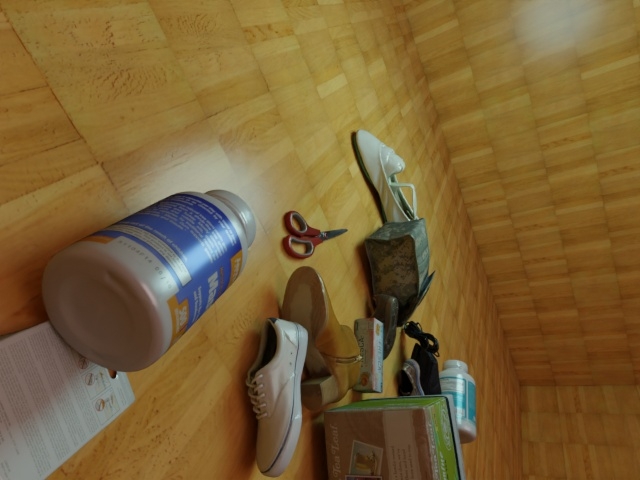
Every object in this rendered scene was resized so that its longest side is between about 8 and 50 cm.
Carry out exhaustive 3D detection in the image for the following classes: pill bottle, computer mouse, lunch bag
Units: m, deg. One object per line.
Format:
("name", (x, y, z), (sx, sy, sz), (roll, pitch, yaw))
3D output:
("pill bottle", (-0.188, 0.025, 0.534), (0.152, 0.152, 0.272), (68, 24, -16))
("computer mouse", (0.318, 0.407, 1.306), (0.188, 0.072, 0.272), (-150, -132, -73))
("lunch bag", (0.256, 0.098, 1.262), (0.235, 0.168, 0.287), (-31, 114, -62))
("pill bottle", (0.482, 0.571, 1.478), (0.146, 0.146, 0.264), (55, 38, -34))

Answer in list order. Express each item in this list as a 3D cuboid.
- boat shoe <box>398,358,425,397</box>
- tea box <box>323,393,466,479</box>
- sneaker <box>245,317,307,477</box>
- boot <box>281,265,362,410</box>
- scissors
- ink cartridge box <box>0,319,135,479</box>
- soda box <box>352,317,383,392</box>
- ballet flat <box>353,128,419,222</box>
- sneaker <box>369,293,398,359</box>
("boat shoe", (0.270, 0.458, 1.255), (0.066, 0.066, 0.183), (-16, 97, -41))
("tea box", (0.177, 0.517, 0.879), (0.323, 0.219, 0.329), (26, 55, -60))
("sneaker", (-0.088, 0.259, 0.711), (0.091, 0.094, 0.258), (28, 49, -31))
("boot", (0.014, 0.198, 0.893), (0.211, 0.104, 0.295), (-1, 85, -65))
("scissors", (0.000, 0.000, 1.010), (0.297, 0.021, 0.109), (14, 64, -58))
("ink cartridge box", (-0.295, 0.160, 0.446), (0.179, 0.045, 0.146), (-44, 118, -76))
("soda box", (0.125, 0.297, 1.065), (0.063, 0.058, 0.183), (39, 48, -47))
("ballet flat", (0.240, -0.196, 1.373), (0.400, 0.139, 0.139), (66, 32, -19))
("sneaker", (0.174, 0.244, 1.170), (0.066, 0.071, 0.189), (0, 101, -51))
